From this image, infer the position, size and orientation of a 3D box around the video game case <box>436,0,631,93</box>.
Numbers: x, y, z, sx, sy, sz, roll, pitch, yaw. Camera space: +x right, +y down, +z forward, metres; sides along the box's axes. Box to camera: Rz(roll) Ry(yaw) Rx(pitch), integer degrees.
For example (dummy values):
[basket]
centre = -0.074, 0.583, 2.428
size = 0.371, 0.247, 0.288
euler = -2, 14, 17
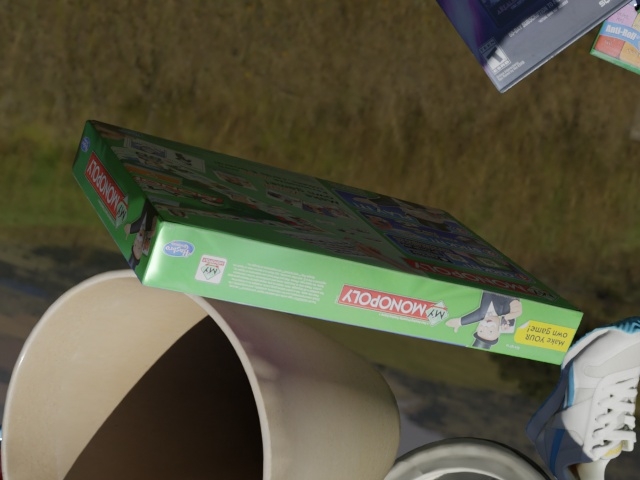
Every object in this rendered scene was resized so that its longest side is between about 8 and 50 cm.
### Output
[video game case]
centre = 0.180, -0.313, 1.252
size = 0.196, 0.274, 0.026
euler = -36, 178, 27

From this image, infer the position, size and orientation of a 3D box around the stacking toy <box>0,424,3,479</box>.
[stacking toy]
centre = -0.342, 0.362, 1.400
size = 0.165, 0.175, 0.302
euler = 59, 179, -34

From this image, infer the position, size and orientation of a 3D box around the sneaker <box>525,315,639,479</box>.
[sneaker]
centre = 0.284, 0.163, 1.265
size = 0.087, 0.092, 0.228
euler = -12, 141, -22

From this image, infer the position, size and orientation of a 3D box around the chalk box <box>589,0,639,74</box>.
[chalk box]
centre = 0.384, -0.245, 1.385
size = 0.132, 0.132, 0.213
euler = 26, -159, 10

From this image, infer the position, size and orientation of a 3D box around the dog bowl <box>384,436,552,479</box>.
[dog bowl]
centre = 0.172, 0.436, 1.408
size = 0.150, 0.407, 0.408
euler = 28, 162, -37

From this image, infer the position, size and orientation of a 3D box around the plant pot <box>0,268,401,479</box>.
[plant pot]
centre = -0.061, 0.153, 0.994
size = 0.257, 0.256, 0.274
euler = 7, -179, 35

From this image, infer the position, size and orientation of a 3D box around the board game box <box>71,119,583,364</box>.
[board game box]
centre = 0.000, 0.000, 0.896
size = 0.317, 0.046, 0.213
euler = 13, -164, -27
